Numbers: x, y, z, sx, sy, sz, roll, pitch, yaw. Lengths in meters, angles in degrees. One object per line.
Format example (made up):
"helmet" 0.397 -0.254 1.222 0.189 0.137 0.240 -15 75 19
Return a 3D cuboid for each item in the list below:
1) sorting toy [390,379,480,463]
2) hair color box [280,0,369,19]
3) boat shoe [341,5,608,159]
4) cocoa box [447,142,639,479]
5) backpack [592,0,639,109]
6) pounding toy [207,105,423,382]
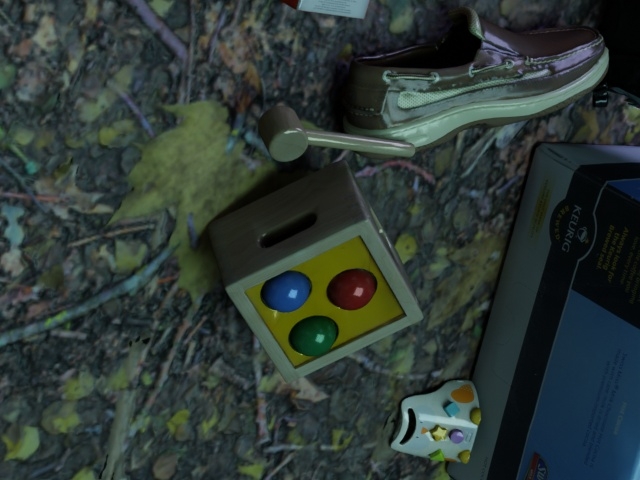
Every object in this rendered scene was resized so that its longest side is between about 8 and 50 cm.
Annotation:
"sorting toy" 0.104 0.174 1.837 0.075 0.045 0.083 6 110 -20
"hair color box" 0.016 -0.247 1.530 0.072 0.043 0.141 3 112 -39
"boat shoe" 0.134 -0.148 1.646 0.257 0.095 0.095 -22 119 -28
"cocoa box" 0.306 0.110 1.825 0.231 0.228 0.347 -2 114 -38
"backpack" 0.332 -0.169 1.727 0.115 0.182 0.152 -4 114 -37
"pounding toy" 0.006 -0.008 1.572 0.181 0.094 0.206 -26 132 6
